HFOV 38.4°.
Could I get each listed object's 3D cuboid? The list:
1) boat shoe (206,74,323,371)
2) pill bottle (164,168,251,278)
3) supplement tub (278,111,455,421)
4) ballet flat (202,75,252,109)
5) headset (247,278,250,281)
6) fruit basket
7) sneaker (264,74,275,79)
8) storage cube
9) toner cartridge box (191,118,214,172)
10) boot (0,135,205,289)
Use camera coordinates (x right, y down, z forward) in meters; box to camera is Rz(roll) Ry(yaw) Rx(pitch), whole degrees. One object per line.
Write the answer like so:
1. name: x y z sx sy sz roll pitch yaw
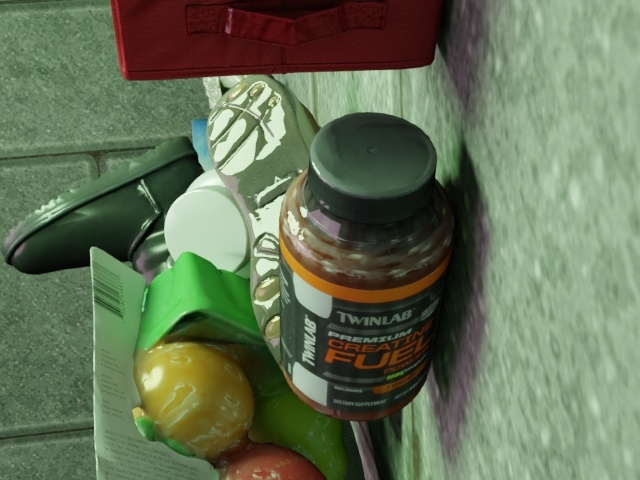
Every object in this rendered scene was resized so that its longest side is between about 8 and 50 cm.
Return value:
1. boat shoe: 0.000 0.000 0.834 0.116 0.123 0.325 20 -131 -60
2. pill bottle: -0.075 -0.027 0.985 0.216 0.121 0.121 -31 -61 -66
3. supplement tub: 0.026 0.019 0.565 0.198 0.106 0.106 91 171 -47
4. ballet flat: -0.167 -0.298 2.000 0.147 0.146 0.409 -131 33 -79
5. headset: -0.093 0.039 1.249 0.243 0.185 0.394 -116 33 -73
6. fruit basket: -0.071 0.197 0.808 0.165 0.327 0.353 -37 43 28
7. sneaker: -0.088 -0.146 1.517 0.163 0.106 0.281 -90 7 -53
8. storage cube: -0.029 -0.224 0.512 0.193 0.183 0.215 94 170 -46
9. toner cartridge box: -0.153 -0.123 1.725 0.348 0.165 0.075 -106 13 -55
10. boot: -0.261 0.108 1.469 0.445 0.367 0.146 60 -178 8
